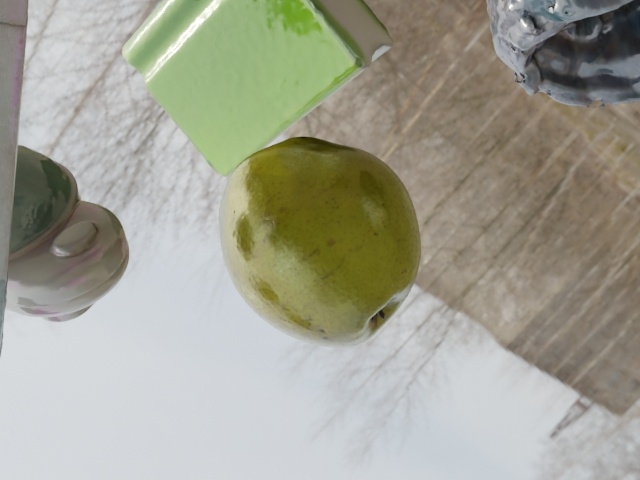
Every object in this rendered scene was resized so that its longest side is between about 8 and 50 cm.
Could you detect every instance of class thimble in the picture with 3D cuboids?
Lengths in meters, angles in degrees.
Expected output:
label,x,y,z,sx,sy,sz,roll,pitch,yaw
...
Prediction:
label,x,y,z,sx,sy,sz,roll,pitch,yaw
thimble,0.246,-0.217,0.717,0.205,0.236,0.172,37,-133,-66

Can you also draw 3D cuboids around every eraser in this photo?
label,x,y,z,sx,sy,sz,roll,pitch,yaw
eraser,-0.080,-0.218,1.039,0.210,0.274,0.092,50,-135,-5

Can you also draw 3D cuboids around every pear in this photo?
label,x,y,z,sx,sy,sz,roll,pitch,yaw
pear,0.000,0.000,0.862,0.198,0.198,0.198,39,-168,-10

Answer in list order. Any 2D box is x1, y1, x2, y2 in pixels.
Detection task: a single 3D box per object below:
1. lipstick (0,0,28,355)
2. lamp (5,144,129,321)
label,x,y,z,sx,sy,sz,roll,pitch,yaw
lipstick,-0.207,-0.077,0.530,0.068,0.317,0.066,4,-152,-19
lamp,-0.282,-0.015,0.806,0.246,0.179,0.108,19,139,22
